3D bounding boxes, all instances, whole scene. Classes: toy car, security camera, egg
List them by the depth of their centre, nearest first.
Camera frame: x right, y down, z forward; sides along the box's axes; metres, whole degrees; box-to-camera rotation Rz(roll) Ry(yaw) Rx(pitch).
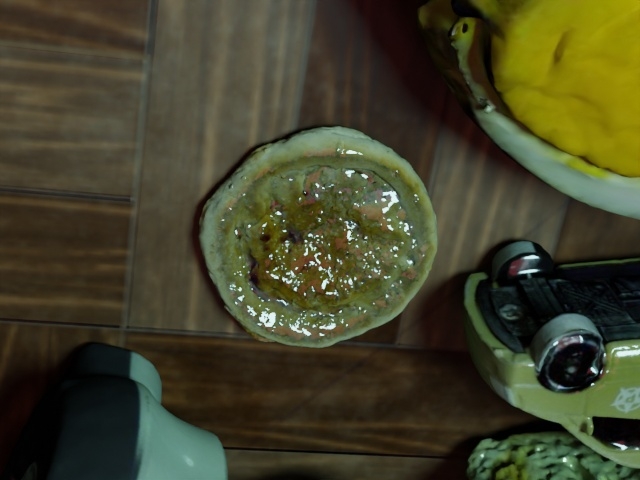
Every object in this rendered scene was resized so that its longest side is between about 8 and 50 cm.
[{"bbox_3d":[0.199,-0.137,0.511,0.286,0.174,0.264,-18,135,31],"label":"egg"},{"bbox_3d":[-0.052,0.208,0.627,0.277,0.191,0.197,23,109,-19],"label":"security camera"},{"bbox_3d":[0.210,0.069,0.646,0.257,0.101,0.124,-5,120,-7],"label":"toy car"}]

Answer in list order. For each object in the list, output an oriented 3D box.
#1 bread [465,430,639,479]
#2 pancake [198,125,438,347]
[{"bbox_3d":[0.191,0.248,0.707,0.130,0.152,0.267,-33,120,-16],"label":"bread"},{"bbox_3d":[0.000,0.000,0.623,0.139,0.022,0.139,-3,116,-7],"label":"pancake"}]
